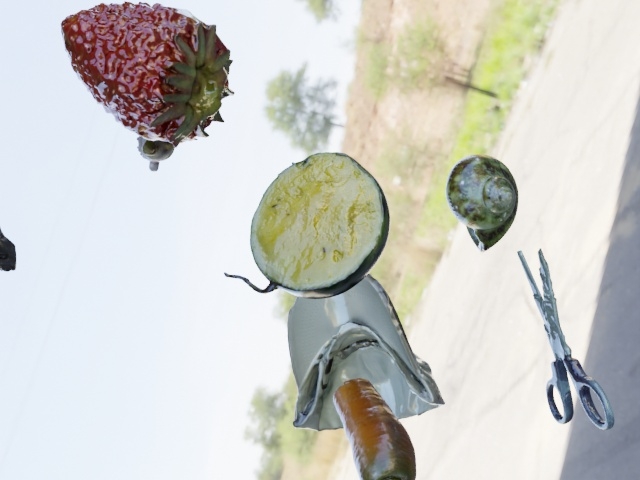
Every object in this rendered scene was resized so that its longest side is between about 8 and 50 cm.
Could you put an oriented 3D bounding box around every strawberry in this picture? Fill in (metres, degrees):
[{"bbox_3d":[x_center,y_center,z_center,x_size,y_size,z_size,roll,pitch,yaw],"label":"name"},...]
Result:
[{"bbox_3d":[-0.354,-0.337,1.850,0.292,0.343,0.292,-34,-46,-45],"label":"strawberry"}]

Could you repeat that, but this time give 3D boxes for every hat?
[{"bbox_3d":[0.070,0.194,1.622,0.168,0.257,0.301,-25,-80,-70],"label":"hat"}]

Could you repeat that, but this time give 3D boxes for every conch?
[{"bbox_3d":[0.303,-0.068,1.691,0.181,0.124,0.187,-60,-50,-72],"label":"conch"}]

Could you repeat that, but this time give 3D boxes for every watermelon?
[{"bbox_3d":[0.005,-0.006,1.340,0.232,0.204,0.127,-64,-30,-8],"label":"watermelon"}]

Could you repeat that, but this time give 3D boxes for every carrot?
[{"bbox_3d":[0.077,0.266,1.254,0.193,0.087,0.087,-109,29,-58],"label":"carrot"}]

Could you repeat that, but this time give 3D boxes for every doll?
[{"bbox_3d":[-0.356,-0.214,2.010,0.207,0.081,0.129,-147,64,-82],"label":"doll"}]

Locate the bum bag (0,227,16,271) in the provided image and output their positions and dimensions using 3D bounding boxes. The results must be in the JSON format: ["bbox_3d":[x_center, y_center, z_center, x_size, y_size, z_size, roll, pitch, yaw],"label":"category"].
[{"bbox_3d":[-0.550,0.013,1.389,0.197,0.049,0.087,-3,-104,-51],"label":"bum bag"}]

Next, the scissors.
[{"bbox_3d":[0.481,0.198,1.892,0.256,0.029,0.383,138,115,-76],"label":"scissors"}]

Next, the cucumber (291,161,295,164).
[{"bbox_3d":[-0.022,-0.079,2.115,0.056,0.056,0.250,102,148,-55],"label":"cucumber"}]
